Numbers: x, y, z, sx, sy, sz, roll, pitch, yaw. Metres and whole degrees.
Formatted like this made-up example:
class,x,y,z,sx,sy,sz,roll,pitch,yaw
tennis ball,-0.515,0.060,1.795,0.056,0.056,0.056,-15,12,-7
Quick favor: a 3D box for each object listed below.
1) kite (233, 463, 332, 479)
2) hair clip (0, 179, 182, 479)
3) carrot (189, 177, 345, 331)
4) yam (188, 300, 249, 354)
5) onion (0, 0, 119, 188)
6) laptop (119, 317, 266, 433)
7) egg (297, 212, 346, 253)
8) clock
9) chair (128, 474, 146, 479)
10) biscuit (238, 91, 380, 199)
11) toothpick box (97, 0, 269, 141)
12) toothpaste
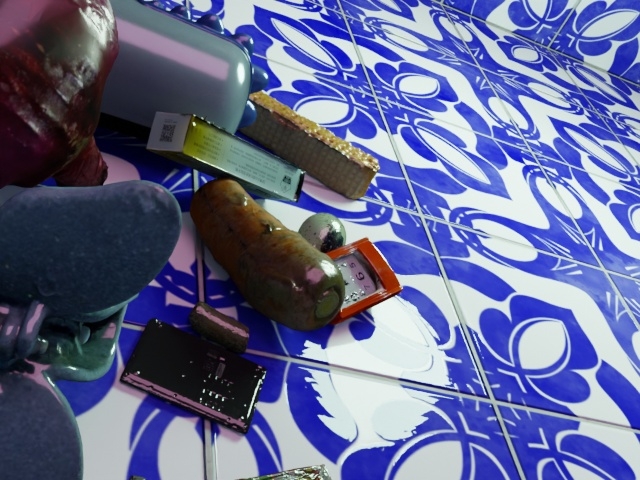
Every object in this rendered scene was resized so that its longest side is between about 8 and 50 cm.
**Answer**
class,x,y,z,sx,sy,sz,roll,pitch,yaw
kite,-0.030,0.349,0.972,0.198,0.006,0.244,32,32,4
hair clip,-0.354,0.067,0.871,0.319,0.391,0.238,18,9,-14
carrot,-0.087,0.025,1.263,0.139,0.138,0.302,-3,35,-41
yam,-0.143,0.123,1.160,0.094,0.043,0.043,28,32,-5
onion,-0.409,-0.195,1.106,0.420,0.399,0.398,48,16,-41
laptop,-0.165,0.178,1.095,0.180,0.016,0.129,24,32,-6
egg,0.000,0.000,1.403,0.085,0.085,0.110,29,35,-1
clock,0.045,0.070,1.352,0.155,0.061,0.113,-20,70,-41
chair,-0.239,0.340,0.698,0.147,0.136,0.270,16,36,-24
biscuit,-0.062,-0.209,1.638,0.379,0.094,0.054,31,38,3
toothpick box,-0.271,-0.285,1.423,0.355,0.263,0.263,19,34,-19
toothpaste,-0.146,-0.134,1.364,0.089,0.070,0.313,8,-7,35
